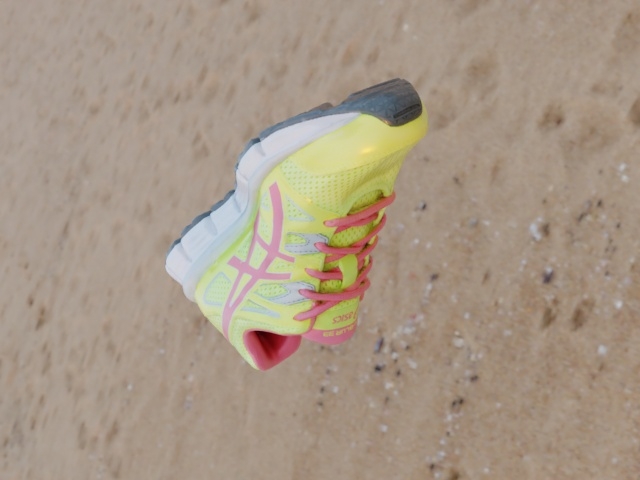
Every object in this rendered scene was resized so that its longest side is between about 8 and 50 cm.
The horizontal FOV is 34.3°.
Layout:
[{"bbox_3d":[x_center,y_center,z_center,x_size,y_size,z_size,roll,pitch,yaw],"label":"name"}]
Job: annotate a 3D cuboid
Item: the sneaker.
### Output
[{"bbox_3d":[0.000,0.000,0.503,0.094,0.081,0.208,59,145,11],"label":"sneaker"}]
